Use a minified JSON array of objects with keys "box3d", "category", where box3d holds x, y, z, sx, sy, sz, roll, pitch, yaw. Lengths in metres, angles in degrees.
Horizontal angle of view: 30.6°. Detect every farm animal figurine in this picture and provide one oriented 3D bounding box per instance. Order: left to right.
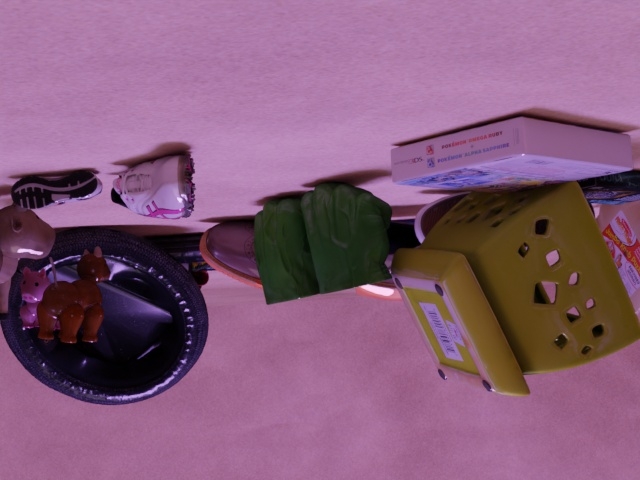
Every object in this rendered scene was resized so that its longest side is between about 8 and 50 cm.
[{"box3d":[-0.424,0.022,1.445,0.327,0.172,0.330,7,178,-42],"category":"farm animal figurine"}]

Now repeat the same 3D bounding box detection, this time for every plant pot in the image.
[{"box3d":[0.231,0.064,1.479,0.207,0.228,0.227,-31,-168,-16],"category":"plant pot"}]

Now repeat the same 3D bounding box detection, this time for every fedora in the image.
[{"box3d":[-0.346,0.100,1.892,0.334,0.334,0.152,-2,-154,-10],"category":"fedora"}]

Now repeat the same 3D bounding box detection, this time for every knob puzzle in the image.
[{"box3d":[0.487,0.016,1.820,0.030,0.213,0.213,1,172,-26],"category":"knob puzzle"}]

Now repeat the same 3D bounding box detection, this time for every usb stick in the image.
[{"box3d":[-0.165,0.010,1.955,0.278,0.045,0.077,-3,166,0],"category":"usb stick"}]

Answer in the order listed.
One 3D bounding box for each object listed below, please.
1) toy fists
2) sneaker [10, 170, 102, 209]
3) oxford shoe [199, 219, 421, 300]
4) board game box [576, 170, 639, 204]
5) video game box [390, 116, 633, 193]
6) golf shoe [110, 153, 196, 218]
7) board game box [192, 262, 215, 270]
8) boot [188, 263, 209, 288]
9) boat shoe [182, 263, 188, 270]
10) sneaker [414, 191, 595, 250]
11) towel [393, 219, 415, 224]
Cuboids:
[{"box3d":[0.000,0.000,1.574,0.096,0.142,0.279,-13,179,-32],"category":"toy fists"},{"box3d":[-0.303,-0.056,1.353,0.109,0.040,0.044,-4,175,8],"category":"sneaker"},{"box3d":[-0.001,-0.001,1.799,0.364,0.130,0.132,4,139,-9],"category":"oxford shoe"},{"box3d":[0.399,-0.074,1.633,0.186,0.026,0.126,1,172,-36],"category":"board game box"},{"box3d":[0.214,-0.091,1.309,0.205,0.048,0.187,3,169,-44],"category":"video game box"},{"box3d":[-0.187,-0.055,1.306,0.086,0.067,0.186,0,173,-17],"category":"golf shoe"},{"box3d":[-0.142,0.030,2.199,0.136,0.030,0.260,1,172,-22],"category":"board game box"},{"box3d":[-0.318,0.096,2.428,0.176,0.088,0.244,-5,170,-5],"category":"boot"},{"box3d":[-0.285,0.101,2.212,0.091,0.109,0.305,-8,157,-6],"category":"boat shoe"},{"box3d":[0.255,-0.012,1.727,0.290,0.105,0.123,-2,171,-24],"category":"sneaker"},{"box3d":[0.096,0.006,2.087,0.243,0.040,0.336,-3,173,0],"category":"towel"}]
